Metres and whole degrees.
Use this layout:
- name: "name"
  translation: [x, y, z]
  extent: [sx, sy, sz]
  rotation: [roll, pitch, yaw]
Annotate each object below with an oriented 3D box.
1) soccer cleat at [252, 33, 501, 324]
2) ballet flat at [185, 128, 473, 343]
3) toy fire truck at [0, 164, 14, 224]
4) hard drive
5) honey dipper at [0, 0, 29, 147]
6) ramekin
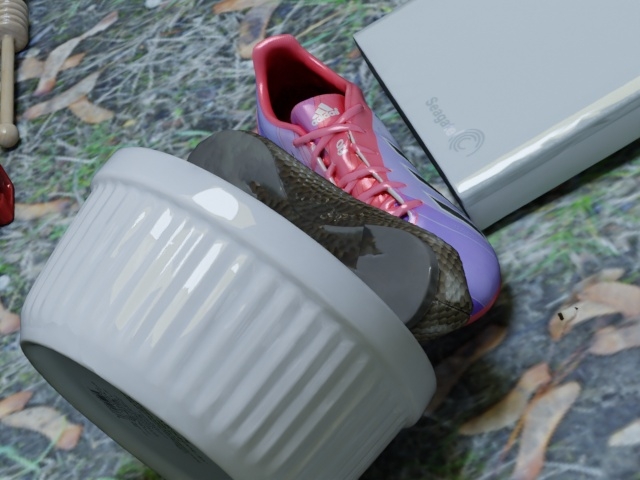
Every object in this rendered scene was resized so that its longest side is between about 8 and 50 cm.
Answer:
- name: "soccer cleat"
  translation: [0.022, -0.034, 1.110]
  extent: [0.083, 0.095, 0.248]
  rotation: [-30, 38, -5]
- name: "ballet flat"
  translation: [0.000, 0.000, 1.052]
  extent: [0.250, 0.058, 0.084]
  rotation: [24, 94, 50]
- name: "toy fire truck"
  translation: [-0.283, 0.022, 1.259]
  extent: [0.135, 0.047, 0.192]
  rotation: [-11, 41, 17]
- name: "hard drive"
  translation: [0.187, -0.147, 1.172]
  extent: [0.307, 0.040, 0.203]
  rotation: [-30, 38, 1]
- name: "honey dipper"
  translation: [-0.230, -0.123, 1.408]
  extent: [0.030, 0.030, 0.160]
  rotation: [-19, 40, 9]
- name: "ramekin"
  translation: [-0.054, 0.059, 0.970]
  extent: [0.207, 0.207, 0.109]
  rotation: [21, 69, 43]
